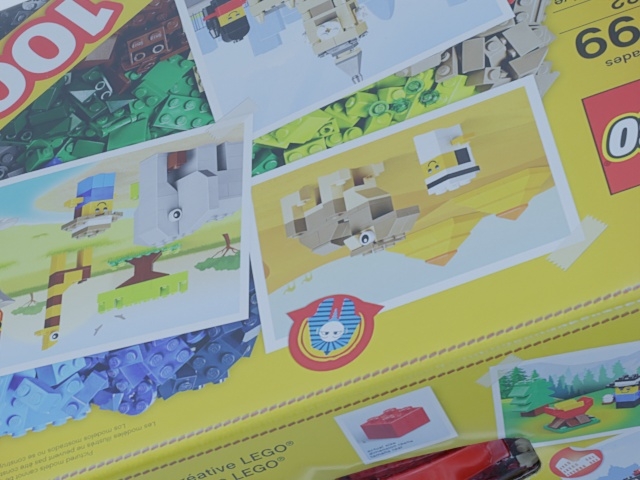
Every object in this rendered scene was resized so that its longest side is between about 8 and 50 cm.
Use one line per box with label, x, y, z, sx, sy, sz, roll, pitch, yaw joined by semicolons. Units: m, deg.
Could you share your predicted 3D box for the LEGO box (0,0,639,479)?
LEGO box;0.000;0.000;1.079;0.500;0.193;0.372;-19;-133;10
